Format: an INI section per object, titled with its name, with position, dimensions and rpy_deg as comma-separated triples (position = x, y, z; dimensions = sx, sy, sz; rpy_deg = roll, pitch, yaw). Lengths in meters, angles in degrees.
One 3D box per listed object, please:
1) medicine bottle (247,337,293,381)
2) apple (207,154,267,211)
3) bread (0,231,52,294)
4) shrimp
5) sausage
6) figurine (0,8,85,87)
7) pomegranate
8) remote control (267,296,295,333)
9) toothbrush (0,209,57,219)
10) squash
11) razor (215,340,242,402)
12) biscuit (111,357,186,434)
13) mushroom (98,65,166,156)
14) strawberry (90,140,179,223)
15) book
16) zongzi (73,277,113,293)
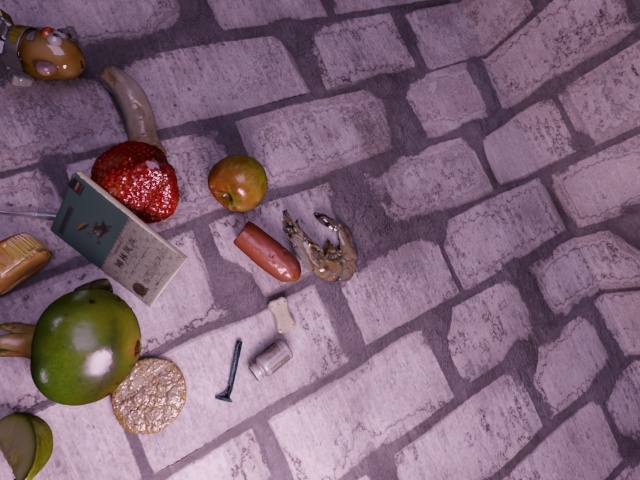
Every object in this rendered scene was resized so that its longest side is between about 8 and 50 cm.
[medicine bottle]
position = -0.165, 0.395, 1.368
dimensions = 0.140, 0.079, 0.079
rpy_deg = -36, 92, -25
[apple]
position = -0.275, -0.199, 1.413
dimensions = 0.195, 0.196, 0.196
rpy_deg = 5, 75, -20
[bread]
position = -0.864, 0.062, 1.146
dimensions = 0.114, 0.132, 0.190
rpy_deg = 43, 64, -5
[shrimp]
position = 0.000, 0.000, 1.537
dimensions = 0.360, 0.085, 0.247
rpy_deg = 42, 57, -11
[sausage]
position = -0.176, 0.049, 1.432
dimensions = 0.259, 0.113, 0.114
rpy_deg = 40, 66, -7
[figurine]
position = -0.881, -0.586, 1.276
dimensions = 0.284, 0.167, 0.343
rpy_deg = 19, 67, -13
[pomegranate]
position = -0.672, 0.283, 1.102
dimensions = 0.358, 0.216, 0.310
rpy_deg = 8, 89, -17
[remote control]
position = -0.135, 0.259, 1.439
dimensions = 0.074, 0.032, 0.122
rpy_deg = -18, 83, -24
[toothbrush]
position = -0.830, -0.079, 1.253
dimensions = 0.341, 0.025, 0.030
rpy_deg = 7, 73, -19
[squash]
position = -0.742, 0.495, 1.021
dimensions = 0.169, 0.252, 0.093
rpy_deg = 39, 65, -9
[razor]
position = -0.284, 0.421, 1.346
dimensions = 0.066, 0.033, 0.190
rpy_deg = 2, 68, 22
[biscuit]
position = -0.510, 0.461, 1.242
dimensions = 0.219, 0.033, 0.220
rpy_deg = 6, 73, -20
[mushroom]
position = -0.621, -0.421, 1.383
dimensions = 0.122, 0.095, 0.352
rpy_deg = -26, 86, -7
[strawberry]
position = -0.544, -0.184, 1.248
dimensions = 0.249, 0.288, 0.239
rpy_deg = 8, 65, -39
[book]
position = -0.594, 0.008, 1.215
dimensions = 0.379, 0.264, 0.031
rpy_deg = 40, 32, -8
[zongzi]
position = -0.669, 0.139, 1.213
dimensions = 0.103, 0.113, 0.052
rpy_deg = -13, 76, -24
